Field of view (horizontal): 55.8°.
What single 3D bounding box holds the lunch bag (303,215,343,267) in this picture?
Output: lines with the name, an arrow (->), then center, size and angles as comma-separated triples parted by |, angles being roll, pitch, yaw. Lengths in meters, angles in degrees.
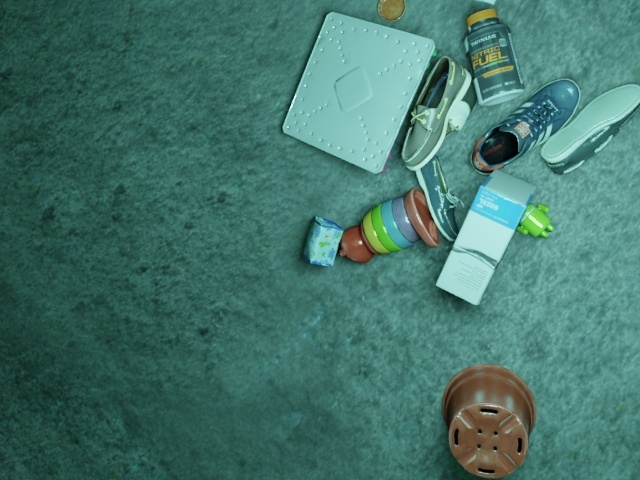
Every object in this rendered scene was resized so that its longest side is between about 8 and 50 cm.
lunch bag -> 0.000, 0.000, 1.854 | 0.096, 0.151, 0.129 | 13, 99, -23

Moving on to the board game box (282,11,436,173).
board game box -> 0.106, -0.438, 1.778 | 0.390, 0.050, 0.390 | 29, 101, 32

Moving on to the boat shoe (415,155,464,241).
boat shoe -> 0.358, -0.124, 1.765 | 0.079, 0.095, 0.255 | -25, 77, 27

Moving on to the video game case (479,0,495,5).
video game case -> 0.460, -0.773, 1.735 | 0.143, 0.019, 0.157 | 23, 99, 13

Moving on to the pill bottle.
pill bottle -> 0.477, -0.512, 1.688 | 0.130, 0.130, 0.246 | -15, 88, 16

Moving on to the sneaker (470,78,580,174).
sneaker -> 0.567, -0.310, 1.663 | 0.350, 0.148, 0.131 | -43, 81, 14

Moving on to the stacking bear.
stacking bear -> 0.187, -0.024, 1.788 | 0.289, 0.175, 0.164 | -26, 114, 28

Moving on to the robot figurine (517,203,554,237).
robot figurine -> 0.602, -0.057, 1.709 | 0.115, 0.067, 0.101 | 44, 94, 11

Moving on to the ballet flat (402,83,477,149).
ballet flat -> 0.357, -0.328, 1.747 | 0.095, 0.096, 0.280 | 36, 108, -25

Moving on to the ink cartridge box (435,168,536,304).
ink cartridge box -> 0.448, -0.013, 1.636 | 0.129, 0.223, 0.308 | 26, 117, 15

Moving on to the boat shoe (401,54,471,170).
boat shoe -> 0.303, -0.353, 1.674 | 0.116, 0.096, 0.324 | 26, 86, 51

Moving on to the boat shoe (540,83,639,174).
boat shoe -> 0.745, -0.300, 1.646 | 0.302, 0.091, 0.114 | -36, 39, 16

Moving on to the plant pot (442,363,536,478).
plant pot -> 0.464, 0.508, 1.678 | 0.272, 0.265, 0.273 | 1, 93, 16

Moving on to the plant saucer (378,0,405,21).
plant saucer -> 0.214, -0.698, 1.813 | 0.083, 0.013, 0.084 | 1, 94, 17
